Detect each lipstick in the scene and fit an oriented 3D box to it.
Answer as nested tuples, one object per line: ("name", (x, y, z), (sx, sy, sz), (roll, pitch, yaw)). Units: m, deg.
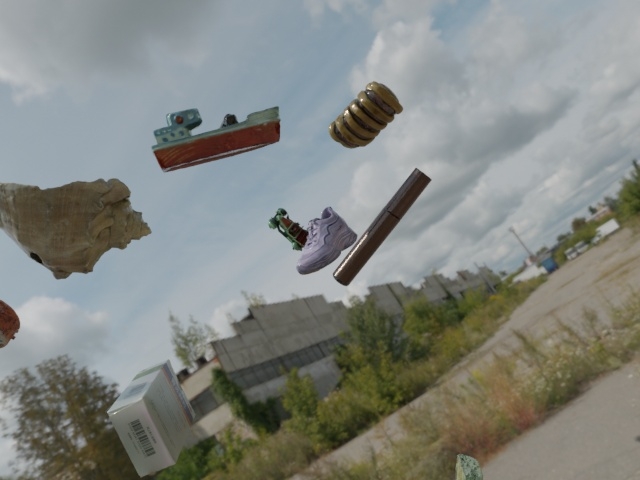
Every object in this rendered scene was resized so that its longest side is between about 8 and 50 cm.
("lipstick", (0.155, -0.031, 1.439), (0.356, 0.057, 0.057), (-53, -19, 10))

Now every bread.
("bread", (0.133, -0.355, 1.627), (0.134, 0.081, 0.225), (28, -52, -23))
("bread", (-0.902, 0.222, 1.510), (0.160, 0.160, 0.073), (-43, 16, 36))
("bread", (0.425, 0.701, 1.592), (0.232, 0.064, 0.172), (-76, -11, -50))

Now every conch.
("conch", (-0.480, -0.033, 1.047), (0.324, 0.186, 0.263), (-8, -18, -31))

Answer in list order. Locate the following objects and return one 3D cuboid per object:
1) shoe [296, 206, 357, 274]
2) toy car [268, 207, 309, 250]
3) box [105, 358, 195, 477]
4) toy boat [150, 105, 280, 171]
("shoe", (0.000, 0.000, 1.640), (0.245, 0.137, 0.095), (-38, 3, -39))
("toy car", (-0.092, -0.035, 1.724), (0.073, 0.143, 0.054), (-53, 18, -21))
("box", (-0.461, 0.485, 1.557), (0.106, 0.200, 0.299), (-23, 7, 2))
("toy boat", (-0.254, -0.272, 1.375), (0.332, 0.133, 0.145), (-16, 4, -12))
